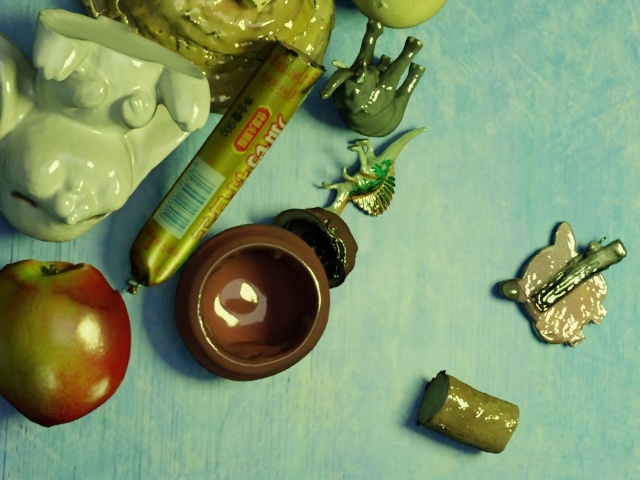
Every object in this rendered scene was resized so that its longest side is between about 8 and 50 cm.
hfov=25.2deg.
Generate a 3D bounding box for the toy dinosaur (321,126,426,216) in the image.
[{"bbox_3d":[0.072,-0.084,1.931,0.187,0.044,0.106,-16,105,-35],"label":"toy dinosaur"}]

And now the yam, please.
[{"bbox_3d":[0.200,0.234,1.929,0.127,0.084,0.084,25,76,-15],"label":"yam"}]

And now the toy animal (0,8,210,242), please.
[{"bbox_3d":[-0.285,-0.123,1.696,0.271,0.206,0.265,14,112,-29],"label":"toy animal"}]

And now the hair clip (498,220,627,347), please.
[{"bbox_3d":[0.353,0.063,2.029,0.187,0.056,0.146,-40,101,-12],"label":"hair clip"}]

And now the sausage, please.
[{"bbox_3d":[-0.131,-0.082,1.766,0.082,0.082,0.371,34,97,-16],"label":"sausage"}]

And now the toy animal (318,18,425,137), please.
[{"bbox_3d":[0.065,-0.209,1.839,0.082,0.269,0.137,29,90,16],"label":"toy animal"}]

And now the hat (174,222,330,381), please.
[{"bbox_3d":[-0.088,0.078,1.818,0.205,0.089,0.205,0,90,-15],"label":"hat"}]

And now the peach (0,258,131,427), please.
[{"bbox_3d":[-0.309,0.122,1.678,0.197,0.197,0.197,2,84,-22],"label":"peach"}]

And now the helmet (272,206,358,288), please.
[{"bbox_3d":[0.000,0.000,1.865,0.123,0.098,0.070,59,40,-7],"label":"helmet"}]

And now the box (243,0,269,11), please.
[{"bbox_3d":[-0.106,-0.351,1.737,0.149,0.020,0.073,43,67,-5],"label":"box"}]

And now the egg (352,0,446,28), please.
[{"bbox_3d":[0.106,-0.366,1.899,0.164,0.164,0.201,24,45,-19],"label":"egg"}]

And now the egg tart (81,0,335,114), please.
[{"bbox_3d":[-0.128,-0.327,1.814,0.352,0.150,0.352,4,80,-22],"label":"egg tart"}]
